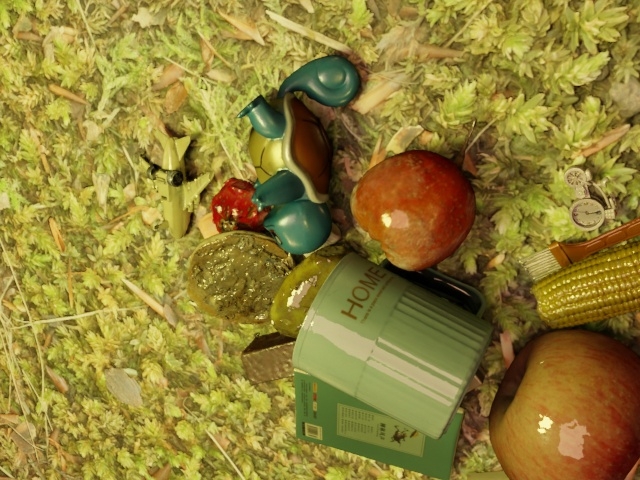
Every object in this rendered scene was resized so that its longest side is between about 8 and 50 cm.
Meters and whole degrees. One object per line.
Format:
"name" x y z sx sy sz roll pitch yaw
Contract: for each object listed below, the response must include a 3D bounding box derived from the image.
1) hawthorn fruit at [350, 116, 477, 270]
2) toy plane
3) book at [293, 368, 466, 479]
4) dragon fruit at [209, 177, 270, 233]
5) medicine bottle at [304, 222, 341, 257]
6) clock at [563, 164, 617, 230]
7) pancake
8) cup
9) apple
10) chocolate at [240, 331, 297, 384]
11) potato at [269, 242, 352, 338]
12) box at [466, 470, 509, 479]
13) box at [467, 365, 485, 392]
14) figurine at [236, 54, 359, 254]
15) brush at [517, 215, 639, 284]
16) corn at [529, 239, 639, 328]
"hawthorn fruit" 0.193 -0.058 1.344 0.263 0.231 0.235 -14 111 30
"toy plane" -0.342 -0.125 1.624 0.242 0.104 0.256 15 104 33
"book" 0.121 0.412 1.557 0.379 0.031 0.264 12 132 13
"dragon fruit" -0.198 -0.062 1.573 0.153 0.111 0.153 5 105 18
"medicine bottle" 0.000 0.000 1.539 0.089 0.052 0.052 -40 88 26
"clock" 0.506 -0.084 1.313 0.087 0.041 0.129 -14 105 29
"pancake" -0.173 0.092 1.581 0.282 0.049 0.282 -3 127 -4
"cup" 0.156 0.198 1.366 0.311 0.331 0.257 27 107 16
"apple" 0.459 0.330 1.306 0.269 0.345 0.345 35 116 21
"chocolate" -0.037 0.256 1.598 0.321 0.112 0.112 -15 97 25
"potato" -0.014 0.108 1.527 0.251 0.149 0.113 -55 41 9
"box" 0.470 0.676 1.539 0.214 0.069 0.353 -14 101 25
"box" 0.240 0.295 1.524 0.201 0.058 0.141 -40 88 26
"figurine" -0.070 -0.185 1.435 0.243 0.298 0.416 8 98 -15
"brush" 0.538 0.001 1.323 0.314 0.017 0.090 -27 122 26
"corn" 0.563 0.075 1.285 0.344 0.131 0.131 -21 96 25
